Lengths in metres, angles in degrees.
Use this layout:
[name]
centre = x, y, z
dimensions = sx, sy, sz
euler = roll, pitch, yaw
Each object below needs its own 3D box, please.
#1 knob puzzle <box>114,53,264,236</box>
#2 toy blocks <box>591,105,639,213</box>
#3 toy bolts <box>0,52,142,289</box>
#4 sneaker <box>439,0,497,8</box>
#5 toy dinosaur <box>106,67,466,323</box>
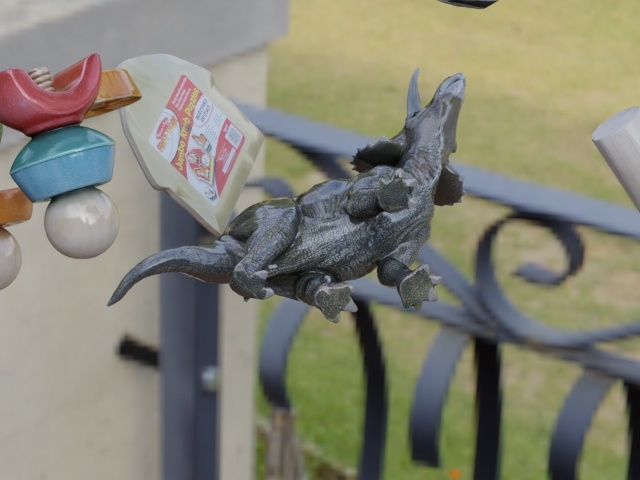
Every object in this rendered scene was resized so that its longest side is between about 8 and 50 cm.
[knob puzzle]
centre = -0.156, -0.118, 1.970
dimensions = 0.030, 0.213, 0.213
euler = -26, 5, 37
[toy blocks]
centre = 0.414, -0.064, 1.265
dimensions = 0.309, 0.260, 0.288
euler = -42, 15, -26
[toy bolts]
centre = -0.217, -0.055, 1.529
dimensions = 0.218, 0.158, 0.228
euler = -15, -1, -29
[sneaker]
centre = 0.054, -0.210, 1.162
dimensions = 0.178, 0.072, 0.077
euler = 33, 4, -3
[toy dinosaur]
centre = 0.000, 0.000, 1.347
dimensions = 0.313, 0.121, 0.160
euler = -30, 15, -1
